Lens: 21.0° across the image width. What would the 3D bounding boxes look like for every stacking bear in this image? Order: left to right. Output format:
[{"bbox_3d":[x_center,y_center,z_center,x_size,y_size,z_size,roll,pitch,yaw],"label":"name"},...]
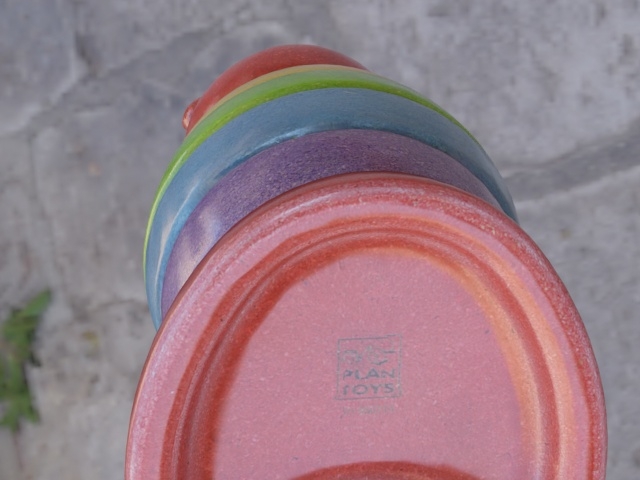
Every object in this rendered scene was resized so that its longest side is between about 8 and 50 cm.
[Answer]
[{"bbox_3d":[0.000,0.000,0.735,0.289,0.175,0.164,-109,19,-67],"label":"stacking bear"}]
